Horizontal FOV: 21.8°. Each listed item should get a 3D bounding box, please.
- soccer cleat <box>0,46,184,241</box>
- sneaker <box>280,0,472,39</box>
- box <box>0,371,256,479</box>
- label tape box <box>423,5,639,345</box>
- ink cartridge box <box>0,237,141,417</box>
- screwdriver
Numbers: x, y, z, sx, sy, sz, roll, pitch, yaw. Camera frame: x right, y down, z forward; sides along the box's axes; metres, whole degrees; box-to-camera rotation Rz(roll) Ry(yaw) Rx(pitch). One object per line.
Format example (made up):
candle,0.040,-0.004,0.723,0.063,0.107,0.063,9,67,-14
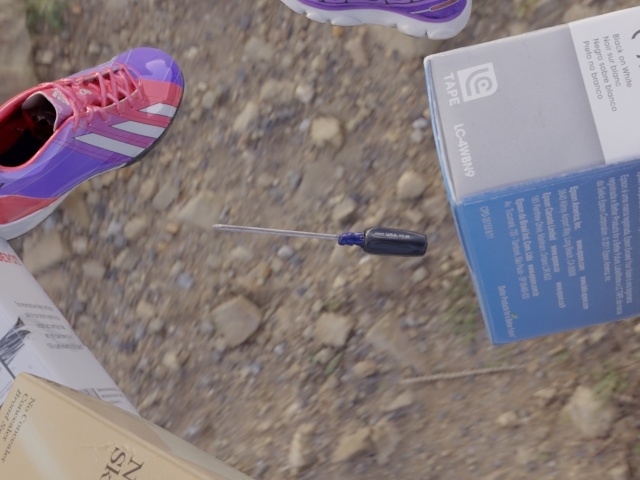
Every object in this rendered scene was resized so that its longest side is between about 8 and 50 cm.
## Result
soccer cleat,-0.240,-0.119,1.634,0.109,0.116,0.318,35,50,17
sneaker,0.041,-0.215,1.355,0.170,0.071,0.068,9,31,10
box,-0.105,0.202,1.054,0.121,0.311,0.148,28,82,-38
label tape box,0.256,-0.055,1.075,0.348,0.249,0.115,-14,64,5
ink cartridge box,-0.264,0.134,1.448,0.121,0.211,0.289,-39,83,1
screwdriver,0.000,0.000,1.300,0.170,0.024,0.025,0,83,-4
